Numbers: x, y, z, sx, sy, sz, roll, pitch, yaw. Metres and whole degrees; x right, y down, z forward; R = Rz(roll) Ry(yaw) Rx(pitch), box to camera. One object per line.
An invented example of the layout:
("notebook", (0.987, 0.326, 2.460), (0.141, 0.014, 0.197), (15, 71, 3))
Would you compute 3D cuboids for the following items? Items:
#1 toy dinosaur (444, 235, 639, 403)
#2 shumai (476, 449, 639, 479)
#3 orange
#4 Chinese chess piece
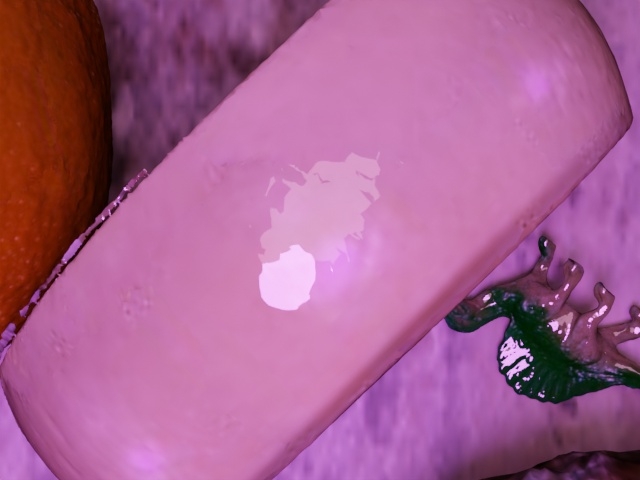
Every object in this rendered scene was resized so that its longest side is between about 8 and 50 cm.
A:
("toy dinosaur", (0.108, 0.047, 0.830), (0.120, 0.029, 0.060), (39, 100, -6))
("shumai", (0.131, 0.263, 0.653), (0.395, 0.348, 0.395), (0, 88, -2))
("orange", (-0.176, -0.038, 0.732), (0.206, 0.206, 0.206), (0, 86, -4))
("Chinese chess piece", (0.000, 0.000, 0.708), (0.251, 0.251, 0.097), (-44, 87, -5))
